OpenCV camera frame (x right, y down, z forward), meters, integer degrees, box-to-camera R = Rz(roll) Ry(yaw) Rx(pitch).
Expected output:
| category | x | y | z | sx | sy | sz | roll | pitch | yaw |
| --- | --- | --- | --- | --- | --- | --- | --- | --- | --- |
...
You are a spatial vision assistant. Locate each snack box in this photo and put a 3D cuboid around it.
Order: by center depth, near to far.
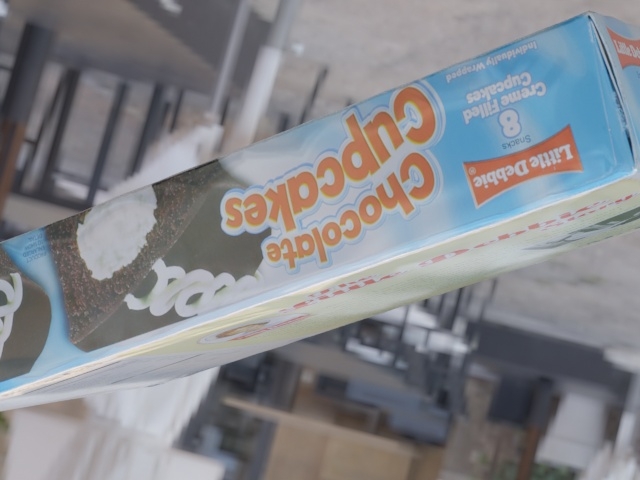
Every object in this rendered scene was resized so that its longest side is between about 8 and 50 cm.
| category | x | y | z | sx | sy | sz | roll | pitch | yaw |
| --- | --- | --- | --- | --- | --- | --- | --- | --- | --- |
| snack box | 0.000 | 0.000 | 0.671 | 0.322 | 0.060 | 0.187 | -19 | 172 | 27 |
